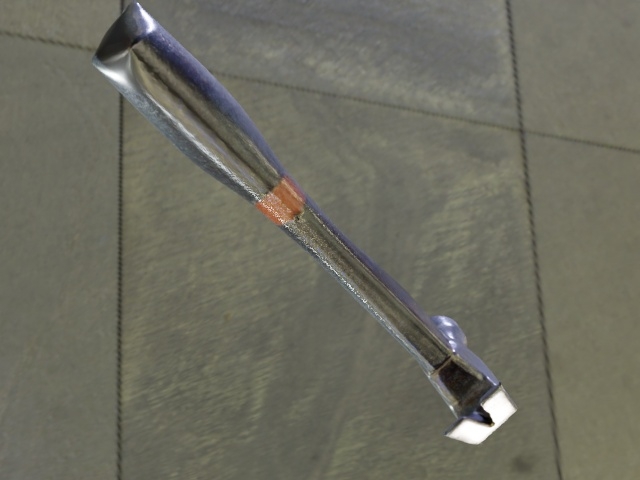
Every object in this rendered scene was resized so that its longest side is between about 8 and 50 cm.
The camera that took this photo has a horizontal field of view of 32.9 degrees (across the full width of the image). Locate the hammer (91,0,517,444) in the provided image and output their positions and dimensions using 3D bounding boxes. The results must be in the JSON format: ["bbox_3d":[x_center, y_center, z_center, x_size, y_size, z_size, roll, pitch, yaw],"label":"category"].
[{"bbox_3d":[0.000,0.000,0.538,0.037,0.137,0.290,-43,114,4],"label":"hammer"}]
